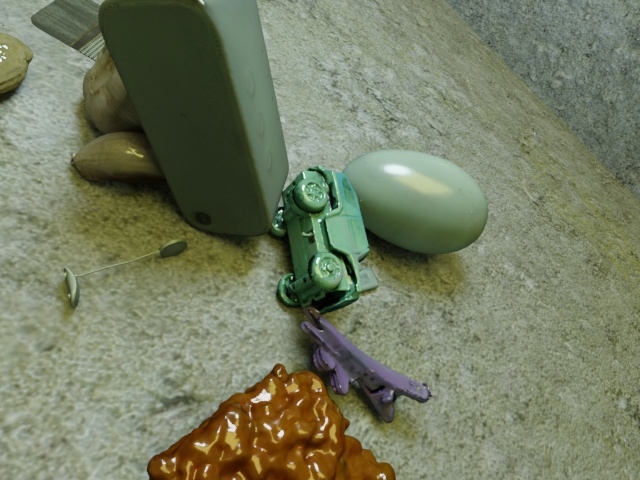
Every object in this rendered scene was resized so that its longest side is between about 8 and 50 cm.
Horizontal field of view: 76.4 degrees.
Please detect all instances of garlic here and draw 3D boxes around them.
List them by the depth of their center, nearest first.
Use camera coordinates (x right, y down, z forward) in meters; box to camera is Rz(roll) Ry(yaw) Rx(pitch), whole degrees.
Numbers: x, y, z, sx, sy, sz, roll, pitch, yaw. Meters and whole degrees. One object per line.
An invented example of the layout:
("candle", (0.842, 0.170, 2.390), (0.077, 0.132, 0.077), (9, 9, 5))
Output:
("garlic", (-0.333, -0.143, 0.726), (0.196, 0.101, 0.087), (-4, 73, -30))
("garlic", (-0.320, -0.282, 0.787), (0.212, 0.219, 0.218), (23, 45, -57))

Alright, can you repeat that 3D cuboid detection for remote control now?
("remote control", (0.074, 0.092, 0.889), (0.124, 0.018, 0.053), (-11, 69, -36))

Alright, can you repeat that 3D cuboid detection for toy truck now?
("toy truck", (0.000, 0.000, 0.799), (0.156, 0.155, 0.278), (1, 67, -32))

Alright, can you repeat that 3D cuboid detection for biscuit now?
("biscuit", (-0.042, 0.354, 0.578), (0.318, 0.110, 0.312), (-26, 77, -45))

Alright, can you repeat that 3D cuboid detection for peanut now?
("peanut", (-0.574, -0.279, 0.674), (0.099, 0.090, 0.214), (15, 47, 13))

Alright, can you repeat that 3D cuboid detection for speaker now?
("speaker", (-0.172, -0.212, 0.685), (0.183, 0.406, 0.184), (5, 46, 14))

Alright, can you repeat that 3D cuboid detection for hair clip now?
("hair clip", (0.066, 0.236, 0.736), (0.278, 0.090, 0.137), (35, 26, -7))

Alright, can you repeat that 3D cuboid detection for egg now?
("egg", (0.220, -0.094, 0.959), (0.371, 0.230, 0.230), (19, 53, -15))

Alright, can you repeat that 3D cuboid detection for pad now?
("pad", (-0.478, -0.404, 0.834), (0.250, 0.055, 0.323), (28, 33, -15))

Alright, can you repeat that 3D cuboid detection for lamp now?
("lamp", (-0.305, 0.045, 0.661), (0.198, 0.050, 0.056), (-21, 71, -37))
